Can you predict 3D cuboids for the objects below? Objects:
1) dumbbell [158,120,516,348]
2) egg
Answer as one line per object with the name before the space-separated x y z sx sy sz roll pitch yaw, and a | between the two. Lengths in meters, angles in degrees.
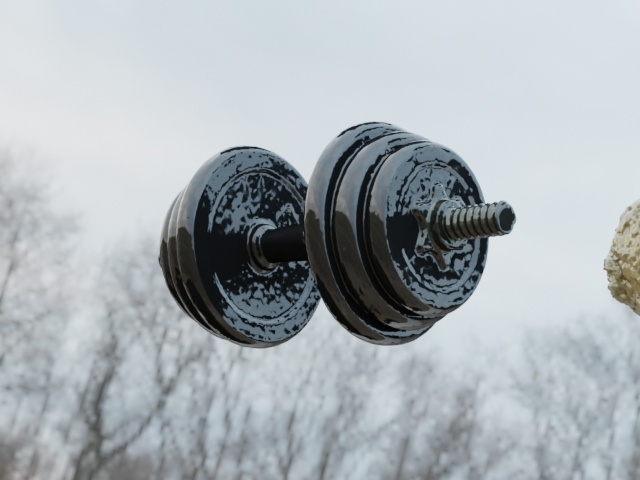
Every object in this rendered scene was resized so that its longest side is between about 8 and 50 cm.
dumbbell | 0.000 0.000 0.721 0.208 0.099 0.099 -7 -25 42
egg | 0.267 0.013 1.145 0.116 0.118 0.140 53 13 -2
